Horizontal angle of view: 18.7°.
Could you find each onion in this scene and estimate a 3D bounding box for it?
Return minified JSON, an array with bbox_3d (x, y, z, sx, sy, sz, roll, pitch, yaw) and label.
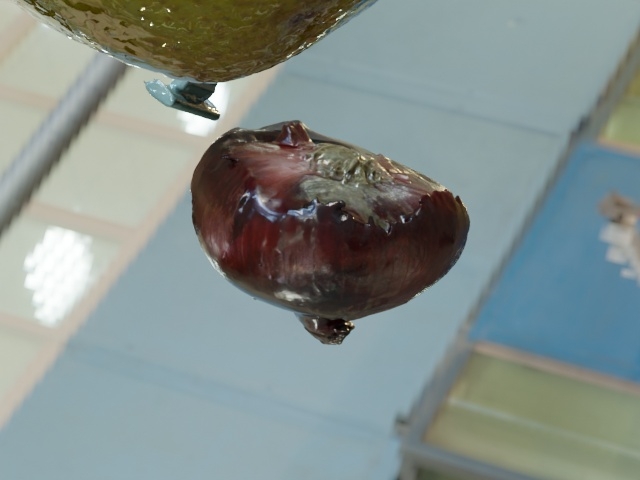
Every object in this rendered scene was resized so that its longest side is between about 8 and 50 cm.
[{"bbox_3d":[0.000,0.000,1.819,0.272,0.272,0.195,-24,-51,-64],"label":"onion"}]

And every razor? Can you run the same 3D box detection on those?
[{"bbox_3d":[-0.103,-0.249,1.716,0.111,0.056,0.277,10,-97,-71],"label":"razor"}]

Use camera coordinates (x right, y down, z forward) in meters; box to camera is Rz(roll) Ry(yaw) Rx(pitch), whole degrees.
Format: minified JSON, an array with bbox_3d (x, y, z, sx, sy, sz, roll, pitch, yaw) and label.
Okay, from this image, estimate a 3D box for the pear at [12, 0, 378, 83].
[{"bbox_3d":[-0.038,-0.153,0.628,0.209,0.209,0.208,15,-90,-69],"label":"pear"}]
